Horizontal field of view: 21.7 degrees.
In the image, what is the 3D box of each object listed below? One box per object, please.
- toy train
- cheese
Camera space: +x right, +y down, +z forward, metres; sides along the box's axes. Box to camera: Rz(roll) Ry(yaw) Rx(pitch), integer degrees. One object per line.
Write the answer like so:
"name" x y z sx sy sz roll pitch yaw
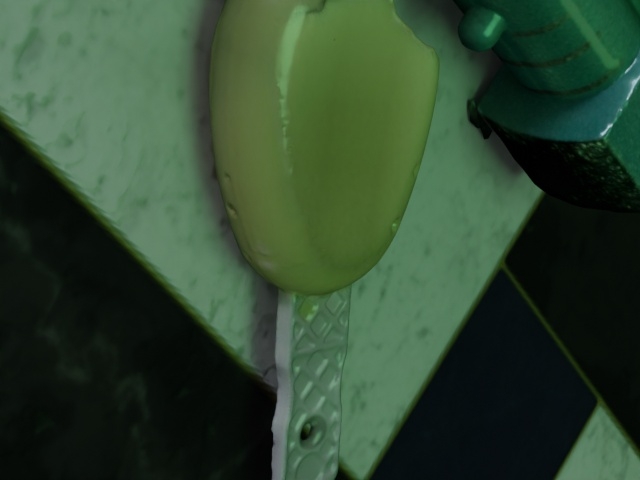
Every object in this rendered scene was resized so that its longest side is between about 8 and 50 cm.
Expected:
"toy train" 0.120 -0.160 0.814 0.194 0.120 0.298 -57 134 -11
"cheese" 0.000 0.000 0.785 0.127 0.050 0.255 -14 113 -44
